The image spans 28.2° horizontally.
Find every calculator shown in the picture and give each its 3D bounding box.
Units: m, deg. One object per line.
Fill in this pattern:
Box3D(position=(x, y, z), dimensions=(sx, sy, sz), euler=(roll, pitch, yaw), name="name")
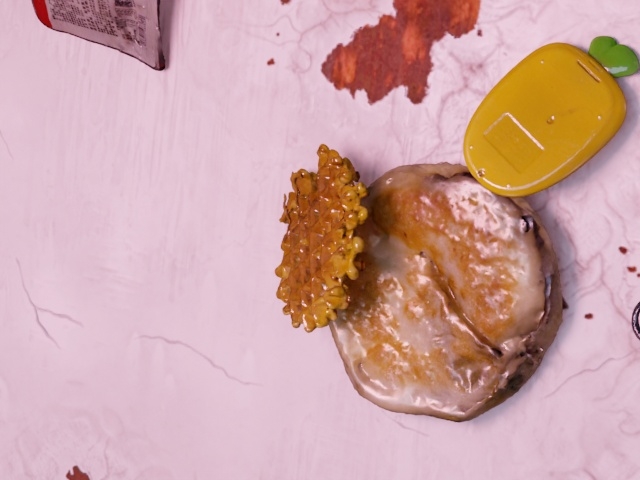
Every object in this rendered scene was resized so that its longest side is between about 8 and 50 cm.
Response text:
Box3D(position=(0.271, -0.151, 1.497), dimensions=(0.235, 0.032, 0.146), euler=(-44, 70, 5), name="calculator")

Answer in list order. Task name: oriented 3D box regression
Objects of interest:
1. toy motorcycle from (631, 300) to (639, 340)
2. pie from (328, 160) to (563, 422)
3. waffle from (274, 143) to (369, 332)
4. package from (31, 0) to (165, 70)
Box3D(position=(0.467, 0.102, 1.426), dimensions=(0.221, 0.102, 0.150), euler=(-26, 72, 27), name="toy motorcycle")
Box3D(position=(0.148, 0.065, 1.594), dimensions=(0.339, 0.077, 0.339), euler=(5, 101, 28), name="pie")
Box3D(position=(0.000, 0.000, 1.604), dimensions=(0.231, 0.051, 0.228), euler=(-129, 53, -61), name="waffle")
Box3D(position=(-0.315, -0.334, 1.772), dimensions=(0.239, 0.030, 0.154), euler=(20, 131, 22), name="package")
